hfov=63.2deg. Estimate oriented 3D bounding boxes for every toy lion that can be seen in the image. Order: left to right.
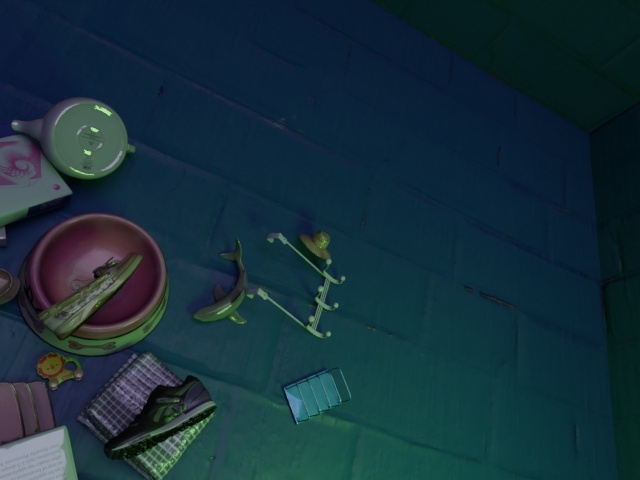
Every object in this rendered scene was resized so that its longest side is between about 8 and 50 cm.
[{"bbox_3d":[-0.690,0.338,1.374,0.100,0.034,0.096,-17,69,-33],"label":"toy lion"}]

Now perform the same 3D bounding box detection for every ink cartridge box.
[{"bbox_3d":[-0.917,-0.189,1.415,0.330,0.071,0.324,50,42,6],"label":"ink cartridge box"}]

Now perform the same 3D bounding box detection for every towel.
[{"bbox_3d":[-0.457,0.461,1.386,0.283,0.121,0.235,44,54,-4],"label":"towel"}]

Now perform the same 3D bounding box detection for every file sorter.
[{"bbox_3d":[-0.007,0.482,1.629,0.170,0.104,0.118,-14,76,-33],"label":"file sorter"}]

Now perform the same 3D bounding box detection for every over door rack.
[{"bbox_3d":[-0.060,0.147,1.719,0.324,0.108,0.240,35,54,-26],"label":"over door rack"}]

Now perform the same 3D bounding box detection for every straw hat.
[{"bbox_3d":[0.000,0.000,1.835,0.144,0.061,0.144,33,18,-12],"label":"straw hat"}]

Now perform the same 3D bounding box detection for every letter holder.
[{"bbox_3d":[-0.715,0.483,1.201,0.214,0.152,0.302,-4,74,-36],"label":"letter holder"}]

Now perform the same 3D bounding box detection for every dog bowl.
[{"bbox_3d":[-0.614,0.105,1.448,0.407,0.150,0.409,12,62,-23],"label":"dog bowl"}]

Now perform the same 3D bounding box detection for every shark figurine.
[{"bbox_3d":[-0.265,0.146,1.642,0.166,0.116,0.279,28,59,-16],"label":"shark figurine"}]

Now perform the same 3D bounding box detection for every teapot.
[{"bbox_3d":[-0.709,-0.303,1.544,0.252,0.187,0.256,-46,128,-27],"label":"teapot"}]

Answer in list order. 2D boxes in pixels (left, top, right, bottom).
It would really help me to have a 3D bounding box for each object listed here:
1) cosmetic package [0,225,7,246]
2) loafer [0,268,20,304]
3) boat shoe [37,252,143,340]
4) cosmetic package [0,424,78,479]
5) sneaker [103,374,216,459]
[{"bbox_3d":[-0.967,-0.025,1.369,0.238,0.060,0.099,-6,65,-31],"label":"cosmetic package"},{"bbox_3d":[-0.905,0.101,1.305,0.268,0.092,0.102,8,66,-13],"label":"loafer"},{"bbox_3d":[-0.568,0.119,1.311,0.089,0.104,0.285,44,55,-7],"label":"boat shoe"},{"bbox_3d":[-0.581,0.628,1.025,0.229,0.161,0.454,-10,76,-34],"label":"cosmetic package"},{"bbox_3d":[-0.414,0.437,1.306,0.283,0.107,0.124,-18,63,-40],"label":"sneaker"}]
